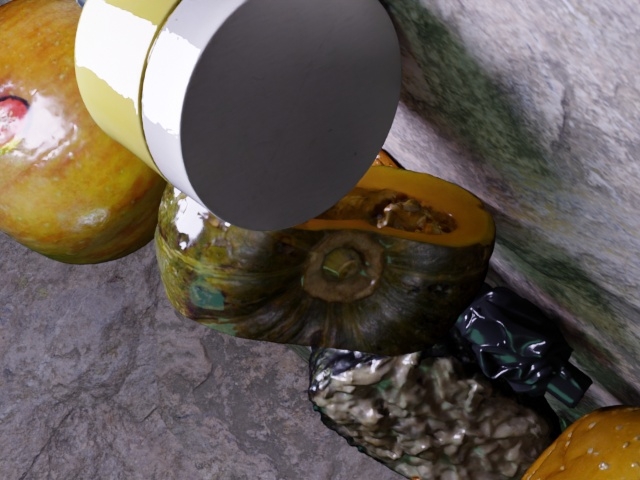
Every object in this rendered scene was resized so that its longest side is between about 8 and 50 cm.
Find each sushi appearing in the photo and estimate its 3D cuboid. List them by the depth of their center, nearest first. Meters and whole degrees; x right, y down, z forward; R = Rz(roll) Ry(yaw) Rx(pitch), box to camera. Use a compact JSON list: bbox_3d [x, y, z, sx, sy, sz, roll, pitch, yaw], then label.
[{"bbox_3d":[0.146,0.197,1.554,0.350,0.211,0.171,36,-161,-26],"label":"sushi"}]

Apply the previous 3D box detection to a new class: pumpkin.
[{"bbox_3d":[0.000,0.000,1.233,0.317,0.139,0.222,4,-156,-13],"label":"pumpkin"}]

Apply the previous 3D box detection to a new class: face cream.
[{"bbox_3d":[-0.071,-0.142,1.078,0.179,0.218,0.218,35,167,44],"label":"face cream"}]

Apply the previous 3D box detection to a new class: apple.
[{"bbox_3d":[-0.351,-0.165,1.842,0.400,0.333,0.400,54,-175,-7],"label":"apple"}]

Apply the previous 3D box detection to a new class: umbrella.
[{"bbox_3d":[0.177,0.083,1.401,0.272,0.110,0.122,40,135,15],"label":"umbrella"}]

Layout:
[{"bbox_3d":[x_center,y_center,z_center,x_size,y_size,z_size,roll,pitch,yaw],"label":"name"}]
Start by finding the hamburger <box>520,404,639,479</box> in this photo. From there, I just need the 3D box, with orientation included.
[{"bbox_3d":[0.289,0.311,1.363,0.170,0.290,0.314,40,169,-2],"label":"hamburger"}]

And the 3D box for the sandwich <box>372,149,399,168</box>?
[{"bbox_3d":[0.067,-0.073,1.389,0.101,0.026,0.069,44,171,-1],"label":"sandwich"}]

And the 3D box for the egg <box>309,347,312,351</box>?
[{"bbox_3d":[0.077,0.113,1.694,0.232,0.176,0.176,47,170,-28],"label":"egg"}]

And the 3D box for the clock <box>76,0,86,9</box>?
[{"bbox_3d":[-0.219,-0.293,1.468,0.325,0.067,0.325,42,170,9],"label":"clock"}]

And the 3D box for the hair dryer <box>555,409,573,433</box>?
[{"bbox_3d":[0.443,0.378,1.693,0.296,0.119,0.298,46,-174,-37],"label":"hair dryer"}]
